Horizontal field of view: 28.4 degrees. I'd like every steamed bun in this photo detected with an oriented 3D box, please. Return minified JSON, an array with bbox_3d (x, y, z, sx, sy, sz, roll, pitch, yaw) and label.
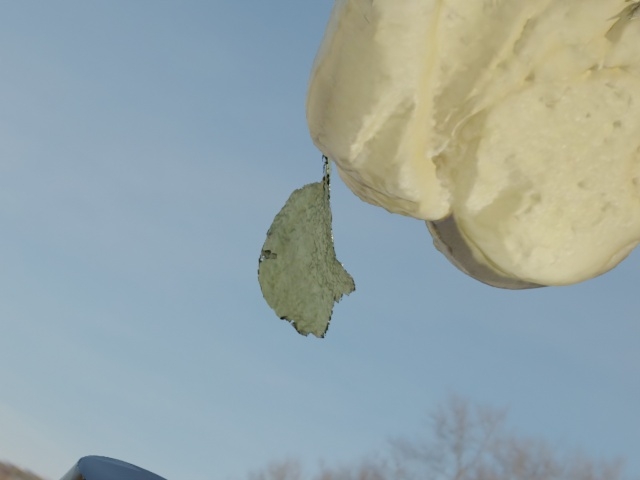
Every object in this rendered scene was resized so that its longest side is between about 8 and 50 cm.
[{"bbox_3d":[0.153,-0.143,1.001,0.372,0.325,0.230,29,27,-28],"label":"steamed bun"}]

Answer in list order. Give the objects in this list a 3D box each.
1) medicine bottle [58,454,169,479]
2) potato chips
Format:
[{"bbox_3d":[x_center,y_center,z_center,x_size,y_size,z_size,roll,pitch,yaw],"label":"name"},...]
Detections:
[{"bbox_3d":[-0.249,0.455,1.360,0.242,0.395,0.242,24,1,0],"label":"medicine bottle"},{"bbox_3d":[-0.007,-0.001,1.485,0.228,0.059,0.167,-57,-134,43],"label":"potato chips"}]
